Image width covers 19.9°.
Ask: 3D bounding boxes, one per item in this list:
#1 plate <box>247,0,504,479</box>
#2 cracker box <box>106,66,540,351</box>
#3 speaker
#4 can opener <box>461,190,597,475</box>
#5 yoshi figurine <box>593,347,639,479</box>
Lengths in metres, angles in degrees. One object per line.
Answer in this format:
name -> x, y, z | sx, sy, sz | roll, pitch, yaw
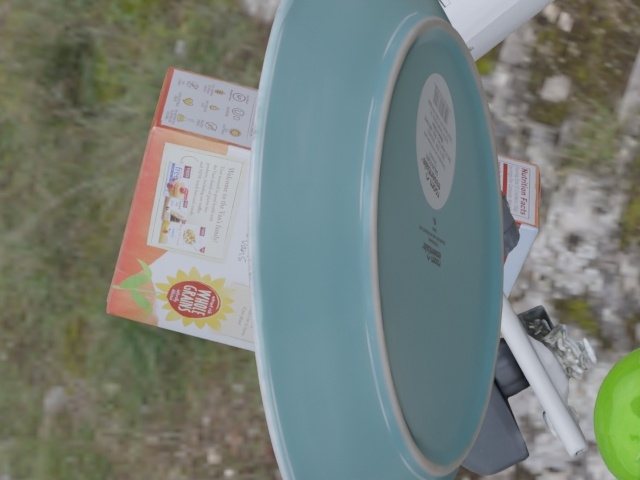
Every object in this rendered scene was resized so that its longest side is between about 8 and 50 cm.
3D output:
plate -> 0.025, 0.002, 0.510 | 0.024, 0.188, 0.188 | -1, 84, 21
cracker box -> 0.000, 0.000, 1.104 | 0.067, 0.232, 0.156 | -80, 8, -49
speaker -> 0.114, -0.156, 1.043 | 0.136, 0.055, 0.055 | -38, 61, 7
can opener -> 0.052, -0.006, 0.867 | 0.093, 0.074, 0.280 | -25, 107, 4
yoshi figurine -> 0.228, 0.172, 1.174 | 0.203, 0.362, 0.203 | -31, 94, 31
